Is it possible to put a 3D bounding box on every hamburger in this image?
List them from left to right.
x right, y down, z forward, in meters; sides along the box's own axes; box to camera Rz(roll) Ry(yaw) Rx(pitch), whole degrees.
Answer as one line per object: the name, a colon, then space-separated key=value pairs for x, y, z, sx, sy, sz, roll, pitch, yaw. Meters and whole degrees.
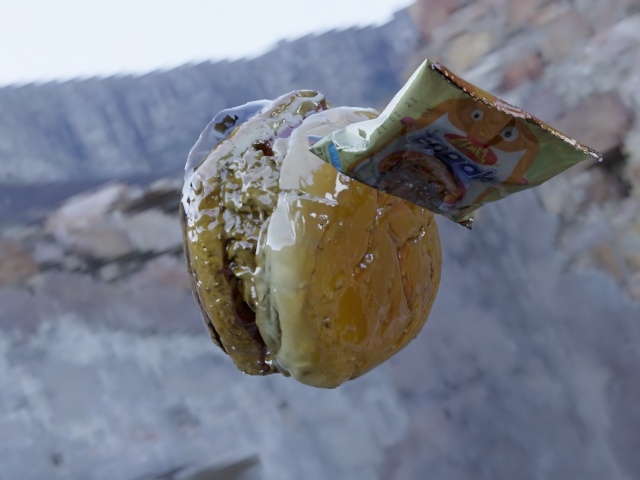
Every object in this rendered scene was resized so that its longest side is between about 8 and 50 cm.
hamburger: x=0.000 y=0.000 z=1.535 sx=0.163 sy=0.244 sz=0.244 roll=2 pitch=5 yaw=38

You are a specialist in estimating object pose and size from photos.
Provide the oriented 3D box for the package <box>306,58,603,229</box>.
package: x=0.066 y=-0.047 z=0.972 sx=0.108 sy=0.031 sz=0.120 roll=25 pitch=-30 yaw=-25
